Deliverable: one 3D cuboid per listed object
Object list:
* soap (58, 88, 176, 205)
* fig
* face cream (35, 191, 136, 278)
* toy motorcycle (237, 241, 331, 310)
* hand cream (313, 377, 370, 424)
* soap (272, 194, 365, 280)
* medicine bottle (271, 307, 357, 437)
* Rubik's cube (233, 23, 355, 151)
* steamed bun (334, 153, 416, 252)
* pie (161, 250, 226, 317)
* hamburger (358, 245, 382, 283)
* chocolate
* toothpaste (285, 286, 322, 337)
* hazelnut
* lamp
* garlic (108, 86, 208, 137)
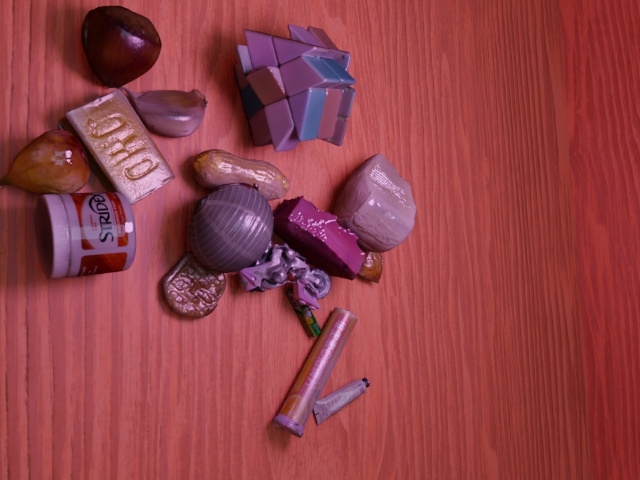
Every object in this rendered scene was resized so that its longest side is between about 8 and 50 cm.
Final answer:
[{"bbox_3d":[-0.531,-0.239,1.404,0.173,0.089,0.274,-42,112,-33],"label":"soap"},{"bbox_3d":[-0.684,-0.160,1.267,0.257,0.159,0.159,-29,104,-13],"label":"fig"},{"bbox_3d":[-0.566,-0.015,1.284,0.187,0.201,0.200,-6,89,-37],"label":"face cream"},{"bbox_3d":[-0.123,0.117,1.642,0.327,0.143,0.188,33,69,-19],"label":"toy motorcycle"},{"bbox_3d":[0.073,0.541,1.824,0.234,0.050,0.080,-22,100,-32],"label":"hand cream"},{"bbox_3d":[0.000,0.000,1.713,0.325,0.220,0.127,41,72,-28],"label":"soap"},{"bbox_3d":[-0.012,0.417,1.734,0.108,0.108,0.425,43,60,-26],"label":"medicine bottle"},{"bbox_3d":[-0.071,-0.453,1.619,0.358,0.368,0.386,-23,99,-54],"label":"Rubik's cube"},{"bbox_3d":[0.172,-0.112,1.821,0.247,0.236,0.383,39,30,-18],"label":"steamed bun"},{"bbox_3d":[-0.357,0.132,1.529,0.195,0.046,0.195,5,82,-36],"label":"pie"},{"bbox_3d":[0.165,0.074,1.906,0.102,0.087,0.175,-7,92,-39],"label":"hamburger"},{"bbox_3d":[-0.239,-0.194,1.601,0.310,0.134,0.134,12,79,-32],"label":"chocolate"},{"bbox_3d":[-0.055,0.237,1.751,0.037,0.043,0.178,-35,107,-31],"label":"toothpaste"},{"bbox_3d":[-0.523,-0.499,1.384,0.208,0.208,0.208,4,83,-37],"label":"hazelnut"},{"bbox_3d":[-0.251,-0.042,1.485,0.265,0.233,0.233,-46,116,1],"label":"lamp"},{"bbox_3d":[-0.442,-0.361,1.484,0.267,0.148,0.128,0,122,-41],"label":"garlic"}]
